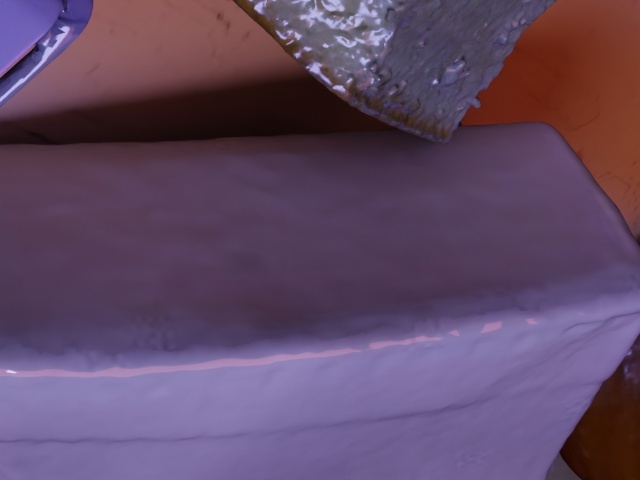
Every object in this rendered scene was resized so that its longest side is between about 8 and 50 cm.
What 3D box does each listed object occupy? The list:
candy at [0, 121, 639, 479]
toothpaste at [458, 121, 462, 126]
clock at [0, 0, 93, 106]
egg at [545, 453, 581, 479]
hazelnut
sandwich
[{"bbox_3d":[-0.037,0.053,0.799,0.359,0.145,0.208,-5,141,-22],"label":"candy"},{"bbox_3d":[0.000,0.000,0.926,0.205,0.036,0.056,-38,145,0],"label":"toothpaste"},{"bbox_3d":[-0.185,-0.069,0.538,0.193,0.144,0.073,-40,149,10],"label":"clock"},{"bbox_3d":[0.248,0.213,1.342,0.201,0.164,0.164,-12,143,-32],"label":"egg"},{"bbox_3d":[0.269,0.102,1.181,0.210,0.186,0.210,-11,162,-4],"label":"hazelnut"},{"bbox_3d":[0.034,-0.115,0.743,0.094,0.096,0.258,-50,149,16],"label":"sandwich"}]
